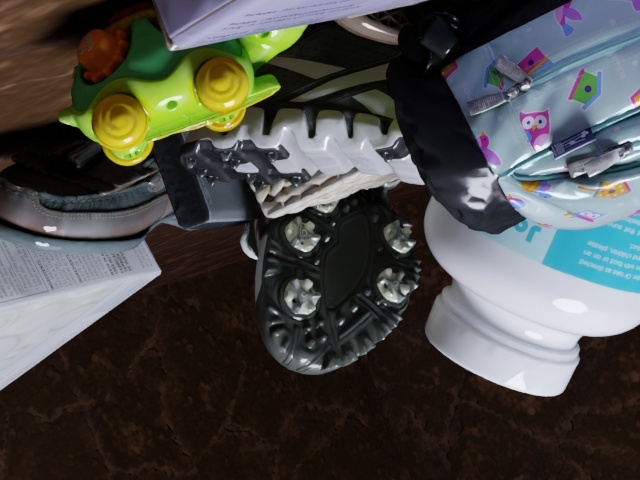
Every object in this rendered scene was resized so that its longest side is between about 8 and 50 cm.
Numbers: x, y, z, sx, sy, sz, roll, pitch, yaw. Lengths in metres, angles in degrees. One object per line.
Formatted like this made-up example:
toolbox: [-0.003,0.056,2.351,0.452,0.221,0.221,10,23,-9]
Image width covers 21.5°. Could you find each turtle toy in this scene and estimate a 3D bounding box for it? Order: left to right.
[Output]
turtle toy: [-0.063,-0.084,0.787,0.130,0.066,0.095,-21,178,-5]

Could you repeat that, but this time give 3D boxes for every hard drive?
hard drive: [-0.075,-0.054,1.022,0.022,0.094,0.135,-20,178,10]

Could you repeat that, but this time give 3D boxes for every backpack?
backpack: [0.134,-0.069,0.744,0.182,0.115,0.152,-21,179,14]

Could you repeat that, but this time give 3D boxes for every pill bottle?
pill bottle: [0.151,-0.047,0.970,0.146,0.264,0.146,20,-166,-5]

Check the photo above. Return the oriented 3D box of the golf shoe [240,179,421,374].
golf shoe: [0.000,0.000,1.128,0.120,0.105,0.273,-46,-160,39]

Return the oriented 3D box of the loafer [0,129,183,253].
loafer: [-0.126,-0.051,1.087,0.096,0.084,0.267,24,-164,21]

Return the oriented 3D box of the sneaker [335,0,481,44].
sneaker: [0.056,-0.127,0.848,0.188,0.066,0.071,-17,-179,-43]

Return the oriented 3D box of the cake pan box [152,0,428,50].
cake pan box: [0.102,-0.155,0.598,0.267,0.070,0.245,-19,179,-43]

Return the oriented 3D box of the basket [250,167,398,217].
basket: [0.028,-0.088,1.040,0.167,0.103,0.113,-18,175,-43]

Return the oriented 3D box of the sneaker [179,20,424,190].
sneaker: [0.041,-0.083,0.892,0.234,0.106,0.078,2,164,18]

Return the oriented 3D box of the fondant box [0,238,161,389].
fondant box: [-0.304,0.063,1.149,0.238,0.096,0.330,-35,168,33]
